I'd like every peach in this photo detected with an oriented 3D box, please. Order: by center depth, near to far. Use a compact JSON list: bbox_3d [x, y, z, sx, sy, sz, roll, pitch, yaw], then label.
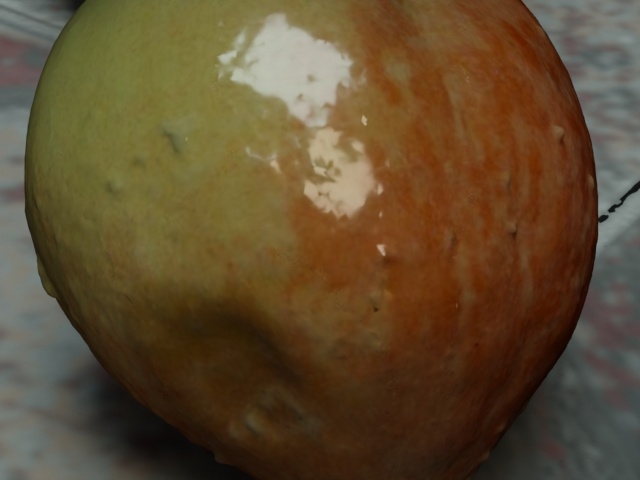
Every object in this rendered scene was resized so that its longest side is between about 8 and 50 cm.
[{"bbox_3d":[0.000,0.000,0.721,0.232,0.232,0.232,0,34,0],"label":"peach"}]
